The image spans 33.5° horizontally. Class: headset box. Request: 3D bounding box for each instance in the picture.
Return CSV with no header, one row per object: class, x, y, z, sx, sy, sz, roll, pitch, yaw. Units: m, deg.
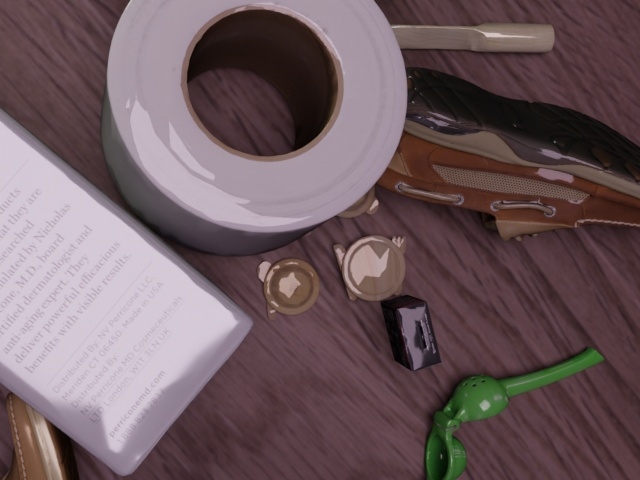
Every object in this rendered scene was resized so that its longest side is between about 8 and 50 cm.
headset box,0.087,0.088,1.016,0.032,0.083,0.062,-15,93,-9

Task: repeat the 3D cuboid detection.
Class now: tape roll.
tape roll,-0.065,-0.115,0.921,0.246,0.169,0.246,2,83,-13

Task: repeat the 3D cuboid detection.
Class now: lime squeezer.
lime squeezer,0.149,0.203,1.056,0.310,0.059,0.110,-51,129,-7

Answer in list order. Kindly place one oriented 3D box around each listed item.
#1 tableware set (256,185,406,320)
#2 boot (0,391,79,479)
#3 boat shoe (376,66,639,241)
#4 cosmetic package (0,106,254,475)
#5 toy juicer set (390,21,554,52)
tableware set,0.000,0.000,1.031,0.168,0.020,0.141,-13,94,-9
boot,-0.311,0.257,0.931,0.203,0.095,0.262,-6,111,-8
boat shoe,0.194,-0.065,1.027,0.324,0.122,0.120,17,121,-13
cosmetic package,-0.284,-0.026,0.873,0.453,0.230,0.161,41,84,-8
toy juicer set,0.203,-0.299,1.007,0.209,0.089,0.329,16,127,-23
